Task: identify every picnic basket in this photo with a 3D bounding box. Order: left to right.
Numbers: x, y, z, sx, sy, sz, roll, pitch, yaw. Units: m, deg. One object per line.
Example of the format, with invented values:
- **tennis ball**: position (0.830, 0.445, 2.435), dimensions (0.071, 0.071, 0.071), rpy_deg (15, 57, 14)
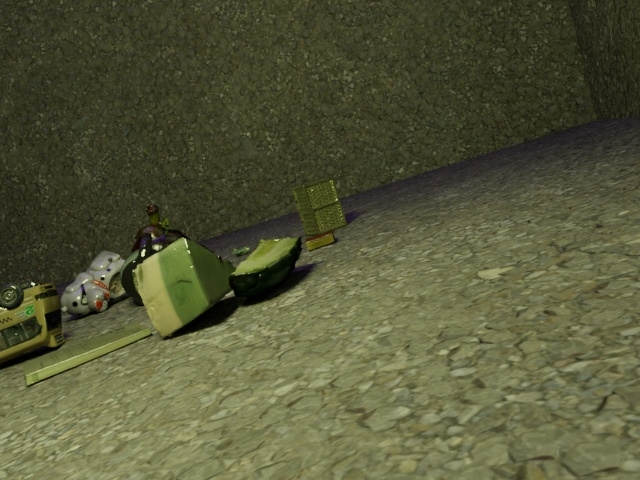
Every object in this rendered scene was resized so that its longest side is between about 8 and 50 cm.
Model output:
- **picnic basket**: position (-0.012, -0.129, 2.322), dimensions (0.134, 0.196, 0.154), rpy_deg (-21, 8, -21)

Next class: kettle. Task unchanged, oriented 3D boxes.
- **kettle**: position (-0.574, 0.086, 2.005), dimensions (0.161, 0.221, 0.236), rpy_deg (5, 3, -12)

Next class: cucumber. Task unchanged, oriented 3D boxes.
- **cucumber**: position (-0.130, 0.074, 1.515), dimensions (0.145, 0.105, 0.325), rpy_deg (-6, 11, 12)

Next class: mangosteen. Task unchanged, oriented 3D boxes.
- **mangosteen**: position (-0.590, 0.011, 2.291), dimensions (0.231, 0.289, 0.231), rpy_deg (-3, -1, 0)

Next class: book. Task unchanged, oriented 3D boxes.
- **book**: position (-0.555, 0.257, 1.450), dimensions (0.282, 0.025, 0.215), rpy_deg (-21, 7, -25)

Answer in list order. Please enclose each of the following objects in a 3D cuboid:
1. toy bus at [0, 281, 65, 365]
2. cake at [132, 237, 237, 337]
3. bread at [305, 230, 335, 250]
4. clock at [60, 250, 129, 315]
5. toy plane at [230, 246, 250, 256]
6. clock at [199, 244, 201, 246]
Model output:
- **toy bus**: position (-0.884, 0.245, 1.642), dimensions (0.365, 0.202, 0.177), rpy_deg (-21, 1, -6)
- **cake**: position (-0.274, 0.139, 1.428), dimensions (0.158, 0.172, 0.283), rpy_deg (-30, -29, 14)
- **bread**: position (0.000, 0.000, 1.977), dimensions (0.094, 0.035, 0.090), rpy_deg (-18, 7, 2)
- **clock**: position (-0.787, 0.173, 2.123), dimensions (0.188, 0.189, 0.254), rpy_deg (-13, 22, 32)
- **toy plane**: position (-0.308, 0.043, 2.390), dimensions (0.083, 0.033, 0.080), rpy_deg (-6, 11, 25)
- **clock**: position (-0.441, 0.084, 2.101), dimensions (0.152, 0.110, 0.050), rpy_deg (-21, 5, -15)
